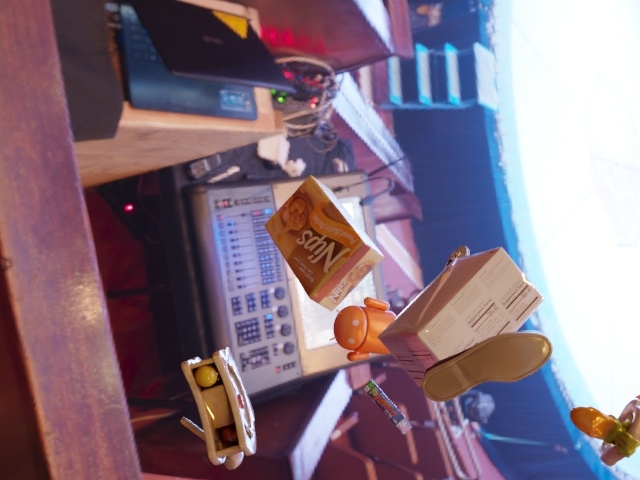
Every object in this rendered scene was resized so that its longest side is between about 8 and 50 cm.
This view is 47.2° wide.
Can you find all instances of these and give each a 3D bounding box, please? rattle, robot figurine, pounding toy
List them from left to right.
[{"bbox_3d":[-0.216,0.349,1.415,0.154,0.154,0.270,-95,167,-75],"label":"pounding toy"},{"bbox_3d":[0.128,0.247,2.011,0.219,0.158,0.128,11,49,-27],"label":"robot figurine"},{"bbox_3d":[0.575,0.339,1.459,0.200,0.142,0.130,-47,153,-45],"label":"rattle"}]

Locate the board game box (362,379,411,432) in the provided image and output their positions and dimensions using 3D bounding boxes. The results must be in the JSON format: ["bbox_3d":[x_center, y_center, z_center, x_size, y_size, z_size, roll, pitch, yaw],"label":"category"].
[{"bbox_3d":[0.186,0.462,2.016,0.035,0.136,0.201,-41,155,-6],"label":"board game box"}]

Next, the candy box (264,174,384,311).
[{"bbox_3d":[0.000,0.000,1.769,0.087,0.183,0.316,33,14,-41],"label":"candy box"}]

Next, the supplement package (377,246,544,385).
[{"bbox_3d":[0.283,0.161,1.505,0.262,0.204,0.145,-42,95,-20],"label":"supplement package"}]

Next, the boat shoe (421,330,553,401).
[{"bbox_3d":[0.249,0.179,1.102,0.075,0.206,0.065,61,23,-4],"label":"boat shoe"}]

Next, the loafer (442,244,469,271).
[{"bbox_3d":[0.335,0.064,1.839,0.039,0.045,0.125,43,73,-49],"label":"loafer"}]
